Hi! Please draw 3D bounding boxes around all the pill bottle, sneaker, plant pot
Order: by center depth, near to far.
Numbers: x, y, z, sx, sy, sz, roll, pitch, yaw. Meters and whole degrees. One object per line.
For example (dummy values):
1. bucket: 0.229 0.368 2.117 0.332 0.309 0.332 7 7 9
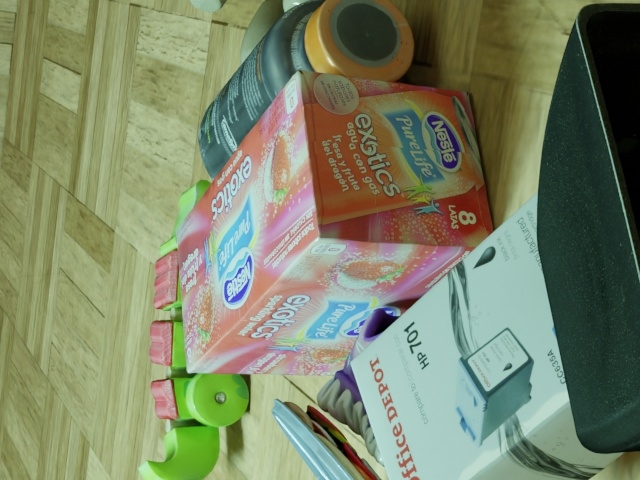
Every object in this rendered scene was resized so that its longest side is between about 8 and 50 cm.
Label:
1. plant pot: 0.198 0.012 0.643 0.167 0.188 0.187 111 154 -62
2. sneaker: 0.079 0.114 1.004 0.236 0.095 0.104 30 100 62
3. pill bottle: -0.010 -0.125 1.184 0.246 0.130 0.130 140 130 -60

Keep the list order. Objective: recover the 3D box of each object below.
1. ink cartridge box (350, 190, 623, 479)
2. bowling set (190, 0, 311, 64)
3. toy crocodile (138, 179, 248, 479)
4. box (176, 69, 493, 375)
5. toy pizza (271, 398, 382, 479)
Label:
1. ink cartridge box: 0.122 0.081 0.834 0.191 0.082 0.139 -43 43 24
2. bowling set: -0.050 -0.291 1.212 0.287 0.200 0.154 -31 34 55
3. toy crocodile: -0.144 0.103 1.489 0.115 0.105 0.340 163 110 -65
4. box: 0.000 0.000 1.119 0.300 0.154 0.142 135 133 -55
5. toy pizza: 0.034 0.195 1.037 0.201 0.032 0.201 50 170 12
